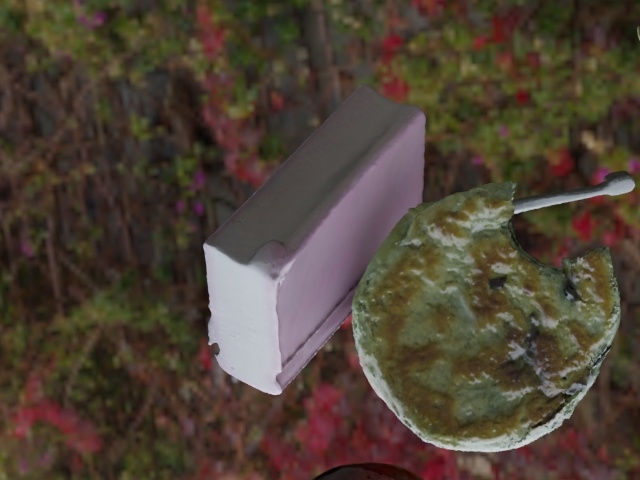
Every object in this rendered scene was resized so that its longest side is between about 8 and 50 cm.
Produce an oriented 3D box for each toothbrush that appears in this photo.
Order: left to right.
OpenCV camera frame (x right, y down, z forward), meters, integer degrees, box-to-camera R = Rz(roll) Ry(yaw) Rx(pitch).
[{"bbox_3d":[0.297,-0.054,2.357,0.297,0.030,0.030,-13,-152,3],"label":"toothbrush"}]

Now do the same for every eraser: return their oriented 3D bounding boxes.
[{"bbox_3d":[0.000,0.000,2.246,0.122,0.272,0.359,27,-127,21],"label":"eraser"}]

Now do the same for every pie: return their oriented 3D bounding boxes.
[{"bbox_3d":[0.176,0.087,1.829,0.302,0.302,0.067,-2,176,9],"label":"pie"}]

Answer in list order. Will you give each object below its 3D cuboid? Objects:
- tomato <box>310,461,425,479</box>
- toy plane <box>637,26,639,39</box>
[{"bbox_3d":[0.045,0.325,1.745,0.208,0.184,0.208,-14,161,-5],"label":"tomato"},{"bbox_3d":[0.547,-0.305,2.503,0.092,0.244,0.229,22,159,-22],"label":"toy plane"}]
